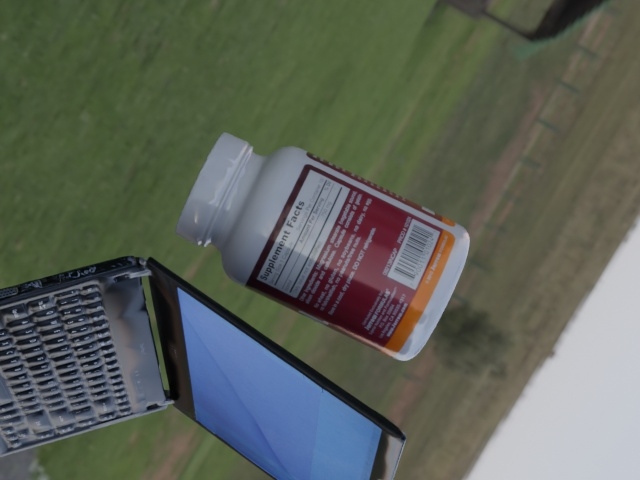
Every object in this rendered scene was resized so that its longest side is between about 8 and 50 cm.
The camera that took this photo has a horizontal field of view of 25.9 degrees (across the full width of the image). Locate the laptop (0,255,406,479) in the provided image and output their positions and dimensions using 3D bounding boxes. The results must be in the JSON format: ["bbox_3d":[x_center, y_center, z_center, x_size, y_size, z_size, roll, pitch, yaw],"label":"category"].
[{"bbox_3d":[-0.109,0.117,0.760,0.264,0.136,0.234,-16,156,-10],"label":"laptop"}]

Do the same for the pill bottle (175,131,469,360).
[{"bbox_3d":[0.000,0.000,0.784,0.086,0.152,0.086,-64,-178,3],"label":"pill bottle"}]
